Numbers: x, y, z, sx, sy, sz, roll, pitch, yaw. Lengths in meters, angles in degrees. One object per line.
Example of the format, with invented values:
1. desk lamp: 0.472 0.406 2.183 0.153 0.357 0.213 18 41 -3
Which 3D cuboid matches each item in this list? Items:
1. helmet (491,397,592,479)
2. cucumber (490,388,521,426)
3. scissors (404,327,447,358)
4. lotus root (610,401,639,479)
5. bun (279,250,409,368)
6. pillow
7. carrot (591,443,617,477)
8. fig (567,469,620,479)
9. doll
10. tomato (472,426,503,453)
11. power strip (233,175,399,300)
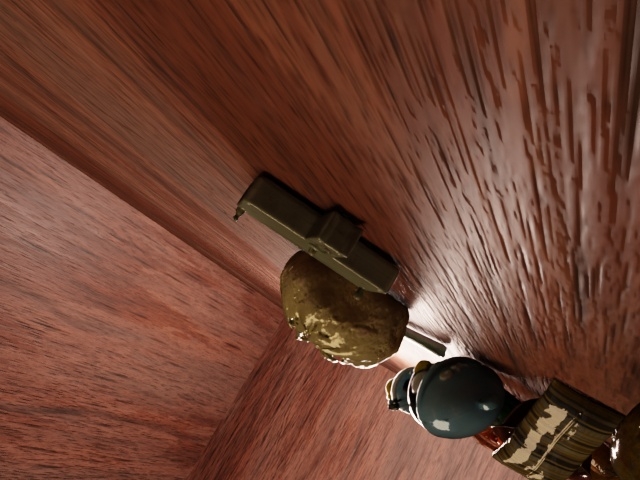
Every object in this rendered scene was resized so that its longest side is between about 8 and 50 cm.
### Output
1. helmet: 0.403 0.338 0.865 0.175 0.106 0.155 29 154 4
2. cucumber: 0.378 0.369 1.081 0.244 0.063 0.115 41 147 -7
3. scissors: 0.152 0.184 1.043 0.256 0.030 0.125 23 164 30
4. lotus root: 0.371 0.231 0.480 0.124 0.122 0.241 4 154 48
5. bun: 0.028 0.136 0.871 0.260 0.152 0.259 28 166 8
6. pillow: 0.365 0.311 0.753 0.113 0.038 0.203 27 123 15
7. carrot: 0.536 0.421 1.010 0.186 0.060 0.060 36 170 13
8. fig: 0.671 0.556 1.097 0.257 0.159 0.159 12 166 7
9. doll: 0.241 0.303 0.958 0.140 0.177 0.314 65 156 0
10. tomato: 0.474 0.469 1.261 0.228 0.101 0.227 28 148 20
11. power strip: 0.000 0.000 0.591 0.216 0.061 0.145 33 169 -11
